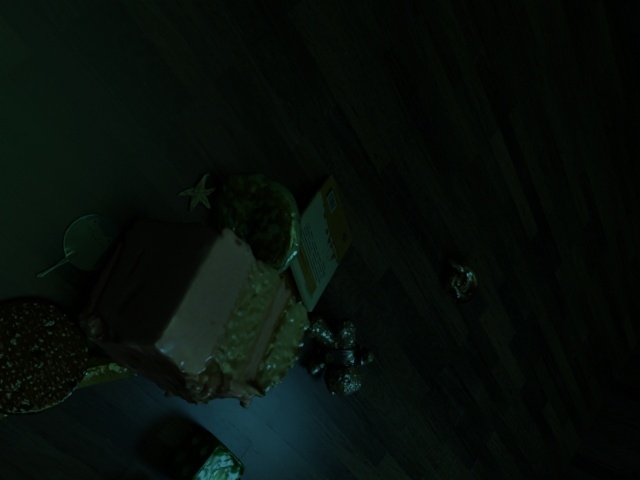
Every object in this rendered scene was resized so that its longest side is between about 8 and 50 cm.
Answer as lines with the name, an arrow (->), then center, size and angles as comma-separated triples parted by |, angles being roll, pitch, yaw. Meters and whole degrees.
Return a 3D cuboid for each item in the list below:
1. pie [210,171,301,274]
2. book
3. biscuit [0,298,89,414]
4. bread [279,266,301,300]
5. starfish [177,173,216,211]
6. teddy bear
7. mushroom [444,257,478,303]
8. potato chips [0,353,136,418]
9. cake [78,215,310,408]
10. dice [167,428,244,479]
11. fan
pie -> -0.148, -0.028, 1.253 | 0.054, 0.241, 0.240 | -12, 111, -68
book -> 0.000, 0.000, 1.415 | 0.295, 0.020, 0.207 | -57, 138, -48
biscuit -> -0.529, 0.209, 1.055 | 0.212, 0.036, 0.212 | 12, 67, -30
bread -> -0.102, 0.040, 1.374 | 0.136, 0.107, 0.241 | -25, 116, -36
starfish -> -0.265, -0.104, 1.259 | 0.086, 0.016, 0.092 | 17, 95, -43
teddy bear -> 0.052, 0.296, 1.560 | 0.129, 0.182, 0.251 | -57, 140, -64
mushroom -> 0.443, 0.122, 1.870 | 0.135, 0.080, 0.170 | -51, 128, -34
potato chips -> -0.549, 0.290, 1.082 | 0.407, 0.080, 0.057 | -19, 129, -37
cake -> -0.236, 0.147, 1.116 | 0.307, 0.314, 0.293 | 52, 52, -40
dice -> -0.264, 0.529, 1.351 | 0.128, 0.120, 0.131 | -46, 123, -20
fan -> -0.468, 0.021, 1.126 | 0.175, 0.005, 0.113 | -39, 124, -28
